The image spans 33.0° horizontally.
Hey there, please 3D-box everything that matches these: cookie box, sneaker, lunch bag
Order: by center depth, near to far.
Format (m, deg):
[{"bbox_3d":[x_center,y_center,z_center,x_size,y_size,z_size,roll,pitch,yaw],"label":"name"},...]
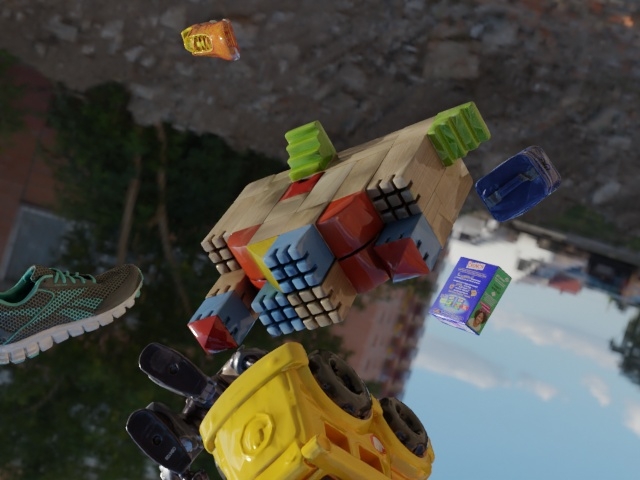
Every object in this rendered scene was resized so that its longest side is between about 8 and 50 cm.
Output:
[{"bbox_3d":[-0.247,0.052,1.023,0.166,0.076,0.065,-27,-152,-26],"label":"sneaker"},{"bbox_3d":[0.249,-0.071,1.348,0.067,0.098,0.065,55,-144,3],"label":"lunch bag"},{"bbox_3d":[-0.163,-0.292,1.600,0.067,0.064,0.175,-21,-165,-16],"label":"sneaker"},{"bbox_3d":[0.235,0.086,1.691,0.040,0.107,0.092,38,168,-33],"label":"cookie box"}]

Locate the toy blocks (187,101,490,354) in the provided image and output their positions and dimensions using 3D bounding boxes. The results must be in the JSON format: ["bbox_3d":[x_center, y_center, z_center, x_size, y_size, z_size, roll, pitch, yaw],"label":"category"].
[{"bbox_3d":[0.000,0.000,1.235,0.381,0.191,0.261,-18,-155,32],"label":"toy blocks"}]

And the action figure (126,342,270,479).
[{"bbox_3d":[-0.130,0.192,1.188,0.099,0.185,0.285,25,175,14],"label":"action figure"}]

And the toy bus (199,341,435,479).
[{"bbox_3d":[0.020,0.230,0.978,0.220,0.149,0.211,37,-165,-31],"label":"toy bus"}]
